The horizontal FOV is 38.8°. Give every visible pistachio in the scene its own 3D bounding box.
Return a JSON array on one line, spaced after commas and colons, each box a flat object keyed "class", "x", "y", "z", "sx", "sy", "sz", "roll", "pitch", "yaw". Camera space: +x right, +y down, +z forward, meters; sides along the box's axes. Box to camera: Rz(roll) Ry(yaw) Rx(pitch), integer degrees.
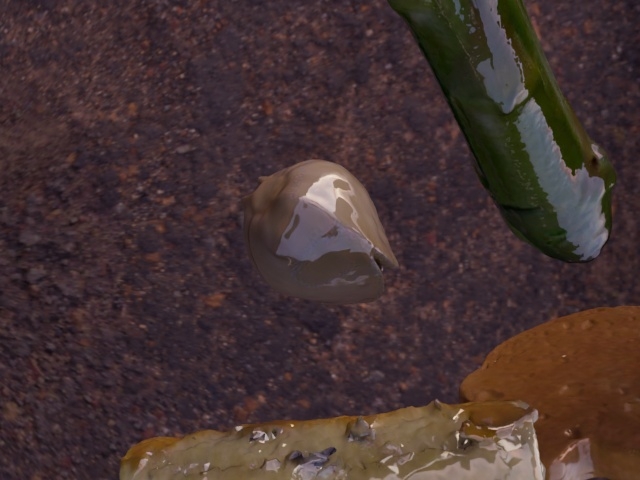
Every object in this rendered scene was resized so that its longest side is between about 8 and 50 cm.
[{"class": "pistachio", "x": 0.000, "y": 0.000, "z": 0.853, "sx": 0.152, "sy": 0.223, "sz": 0.126, "roll": 31, "pitch": 83, "yaw": 15}]

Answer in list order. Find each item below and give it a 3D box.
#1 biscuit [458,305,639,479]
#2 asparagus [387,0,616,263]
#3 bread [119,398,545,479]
[{"class": "biscuit", "x": 0.305, "y": 0.170, "z": 0.975, "sx": 0.312, "sy": 0.351, "sz": 0.057, "roll": -15, "pitch": 107, "yaw": 8}, {"class": "asparagus", "x": 0.103, "y": -0.104, "z": 0.548, "sx": 0.082, "sy": 0.085, "sz": 0.343, "roll": -32, "pitch": 132, "yaw": 10}, {"class": "bread", "x": 0.019, "y": 0.268, "z": 0.802, "sx": 0.375, "sy": 0.165, "sz": 0.236, "roll": -6, "pitch": 79, "yaw": 7}]
